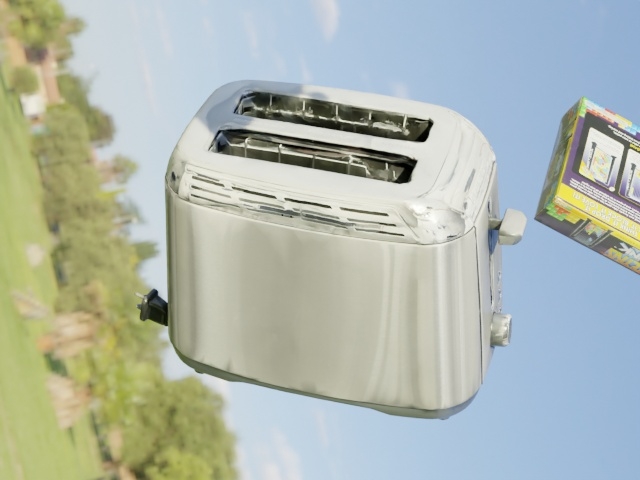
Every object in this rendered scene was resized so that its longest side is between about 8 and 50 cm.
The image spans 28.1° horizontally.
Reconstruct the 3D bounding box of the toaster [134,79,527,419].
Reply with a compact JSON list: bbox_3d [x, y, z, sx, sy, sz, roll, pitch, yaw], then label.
[{"bbox_3d":[0.000,0.000,0.723,0.129,0.227,0.146,-62,158,-50],"label":"toaster"}]

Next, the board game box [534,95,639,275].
[{"bbox_3d":[0.309,-0.045,1.277,0.048,0.170,0.141,-50,-166,56],"label":"board game box"}]
